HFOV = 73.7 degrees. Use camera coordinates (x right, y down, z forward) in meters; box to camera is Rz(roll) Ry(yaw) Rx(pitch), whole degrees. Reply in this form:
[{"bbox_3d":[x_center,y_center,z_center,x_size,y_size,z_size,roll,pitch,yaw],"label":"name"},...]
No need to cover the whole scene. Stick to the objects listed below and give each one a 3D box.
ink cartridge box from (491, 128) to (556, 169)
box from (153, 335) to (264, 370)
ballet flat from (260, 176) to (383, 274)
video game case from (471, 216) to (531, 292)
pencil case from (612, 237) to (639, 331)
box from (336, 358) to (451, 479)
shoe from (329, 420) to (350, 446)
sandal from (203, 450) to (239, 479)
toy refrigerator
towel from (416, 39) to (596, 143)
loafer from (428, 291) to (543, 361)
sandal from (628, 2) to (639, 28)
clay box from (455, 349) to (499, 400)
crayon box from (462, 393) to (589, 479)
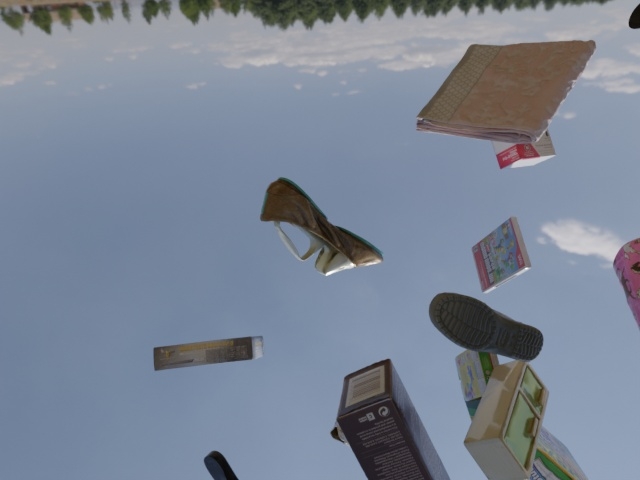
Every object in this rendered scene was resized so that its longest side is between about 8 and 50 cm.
[{"bbox_3d":[0.671,-0.376,1.452,0.172,0.237,0.100,-10,172,-25],"label":"ink cartridge box"},{"bbox_3d":[-0.268,0.277,1.063,0.231,0.056,0.183,-7,168,0],"label":"box"},{"bbox_3d":[0.000,0.000,0.951,0.116,0.342,0.124,16,-107,55],"label":"ballet flat"},{"bbox_3d":[0.687,0.063,1.648,0.025,0.285,0.204,1,-115,-13],"label":"video game case"},{"bbox_3d":[0.804,0.158,0.955,0.167,0.160,0.386,-3,-134,11],"label":"pencil case"},{"bbox_3d":[0.185,0.499,0.999,0.143,0.381,0.191,-27,-175,12],"label":"box"},{"bbox_3d":[0.074,0.546,1.195,0.058,0.077,0.219,-19,167,-15],"label":"shoe"},{"bbox_3d":[-0.237,0.687,1.143,0.254,0.097,0.054,50,-143,5],"label":"sandal"},{"bbox_3d":[0.415,0.380,0.929,0.094,0.102,0.269,-37,177,40],"label":"toy refrigerator"},{"bbox_3d":[0.441,-0.375,1.044,0.317,0.053,0.332,22,-114,42],"label":"towel"},{"bbox_3d":[0.306,0.166,0.824,0.251,0.094,0.087,25,179,-15],"label":"loafer"},{"bbox_3d":[0.838,-0.590,1.036,0.040,0.067,0.179,-6,168,-28],"label":"sandal"},{"bbox_3d":[0.430,0.365,1.172,0.053,0.222,0.127,-6,-115,-1],"label":"clay box"},{"bbox_3d":[0.613,0.605,1.267,0.363,0.106,0.313,41,-170,5],"label":"crayon box"}]
